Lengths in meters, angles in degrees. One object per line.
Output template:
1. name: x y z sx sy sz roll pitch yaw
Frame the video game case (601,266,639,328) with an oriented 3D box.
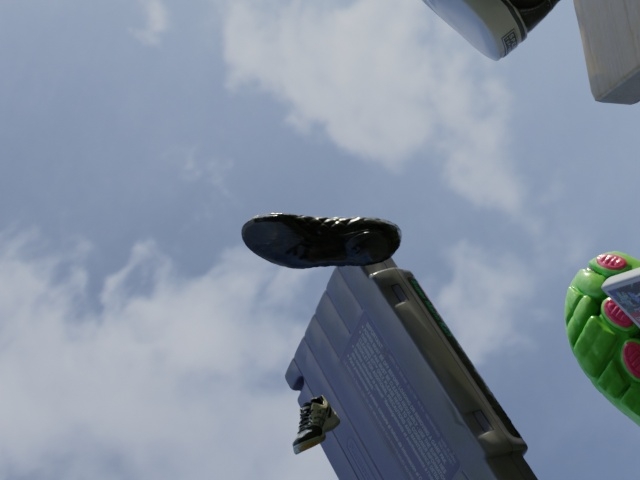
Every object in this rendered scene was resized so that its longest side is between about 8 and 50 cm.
1. video game case: 0.443 0.094 1.316 0.183 0.201 0.023 45 -112 -5

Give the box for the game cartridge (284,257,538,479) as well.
1. game cartridge: 0.087 0.193 1.177 0.068 0.230 0.355 1 -138 -35

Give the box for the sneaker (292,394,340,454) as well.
1. sneaker: -0.011 0.171 1.066 0.037 0.032 0.083 63 -159 -3

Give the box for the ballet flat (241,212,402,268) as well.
1. ballet flat: 0.000 0.000 1.175 0.049 0.173 0.057 -30 -58 -65

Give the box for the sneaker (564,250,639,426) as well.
1. sneaker: 0.527 0.226 1.674 0.482 0.185 0.202 57 -172 26

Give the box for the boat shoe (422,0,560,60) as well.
1. boat shoe: 0.087 -0.295 0.990 0.102 0.108 0.301 -43 -98 -4

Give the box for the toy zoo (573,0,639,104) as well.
1. toy zoo: 0.203 -0.127 0.381 0.293 0.030 0.192 2 -110 -22
